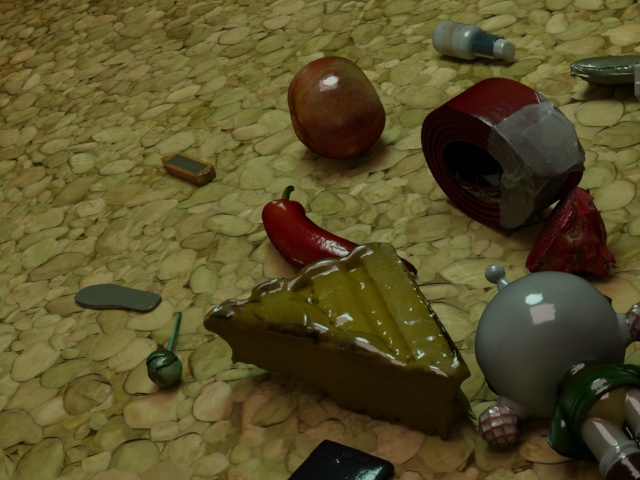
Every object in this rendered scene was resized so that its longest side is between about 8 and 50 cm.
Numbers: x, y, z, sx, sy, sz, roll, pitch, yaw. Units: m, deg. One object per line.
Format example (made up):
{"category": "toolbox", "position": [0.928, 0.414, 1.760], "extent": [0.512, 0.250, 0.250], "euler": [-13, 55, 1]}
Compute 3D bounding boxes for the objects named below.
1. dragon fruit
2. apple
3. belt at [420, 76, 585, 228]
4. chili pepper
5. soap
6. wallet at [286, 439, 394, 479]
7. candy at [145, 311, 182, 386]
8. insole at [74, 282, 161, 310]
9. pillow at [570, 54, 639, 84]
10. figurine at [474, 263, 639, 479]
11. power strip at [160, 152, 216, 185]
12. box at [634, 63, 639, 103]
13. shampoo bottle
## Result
{"category": "dragon fruit", "position": [0.385, 0.004, 1.546], "extent": [0.111, 0.153, 0.153], "euler": [32, 47, -1]}
{"category": "apple", "position": [0.024, -0.254, 2.000], "extent": [0.164, 0.209, 0.209], "euler": [-30, 34, -6]}
{"category": "belt", "position": [0.284, -0.139, 1.653], "extent": [0.115, 0.227, 0.324], "euler": [-34, 14, -16]}
{"category": "chili pepper", "position": [-0.003, 0.004, 1.769], "extent": [0.137, 0.092, 0.368], "euler": [-17, 36, -31]}
{"category": "soap", "position": [0.019, 0.172, 1.428], "extent": [0.304, 0.169, 0.339], "euler": [-23, 32, -3]}
{"category": "wallet", "position": [-0.018, 0.354, 1.316], "extent": [0.124, 0.025, 0.244], "euler": [13, 45, 39]}
{"category": "candy", "position": [-0.243, 0.167, 1.684], "extent": [0.061, 0.061, 0.202], "euler": [-15, 26, 8]}
{"category": "insole", "position": [-0.365, 0.103, 1.867], "extent": [0.192, 0.010, 0.063], "euler": [5, 42, 32]}
{"category": "pillow", "position": [0.560, -0.312, 1.899], "extent": [0.208, 0.053, 0.119], "euler": [6, 11, 40]}
{"category": "figurine", "position": [0.316, 0.167, 1.288], "extent": [0.281, 0.167, 0.370], "euler": [-35, 39, 3]}
{"category": "power strip", "position": [-0.282, -0.152, 2.167], "extent": [0.049, 0.028, 0.178], "euler": [-39, 38, -26]}
{"category": "box", "position": [0.639, -0.264, 1.747], "extent": [0.201, 0.058, 0.141], "euler": [-2, -7, 24]}
{"category": "shampoo bottle", "position": [0.321, -0.414, 2.179], "extent": [0.074, 0.074, 0.192], "euler": [-38, 38, -25]}
